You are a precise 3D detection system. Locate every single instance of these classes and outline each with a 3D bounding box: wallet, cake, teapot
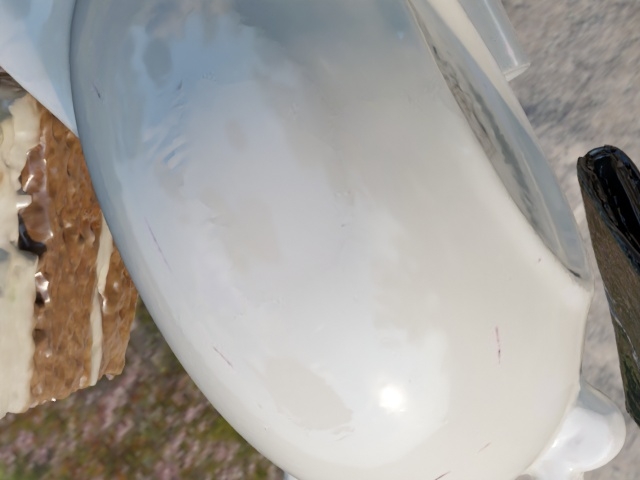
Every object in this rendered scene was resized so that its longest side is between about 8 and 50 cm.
[{"bbox_3d":[0.222,0.088,0.896,0.045,0.172,0.318,-25,143,3],"label":"wallet"},{"bbox_3d":[-0.150,-0.005,0.585,0.134,0.147,0.135,8,98,20],"label":"cake"},{"bbox_3d":[0.000,0.000,0.452,0.139,0.204,0.298,-28,85,13],"label":"teapot"}]

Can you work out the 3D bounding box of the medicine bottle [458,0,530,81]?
[{"bbox_3d":[-0.013,-0.217,0.597,0.110,0.110,0.352,-28,87,34],"label":"medicine bottle"}]
